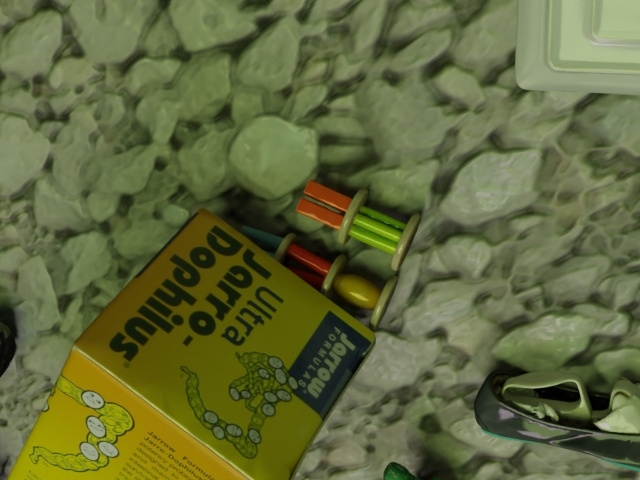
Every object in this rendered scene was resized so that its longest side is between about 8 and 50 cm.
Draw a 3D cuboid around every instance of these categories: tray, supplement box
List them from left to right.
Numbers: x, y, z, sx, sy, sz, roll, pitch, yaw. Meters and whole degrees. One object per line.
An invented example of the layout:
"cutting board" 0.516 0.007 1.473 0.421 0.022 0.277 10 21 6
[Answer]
"supplement box" -0.138 0.178 0.892 0.195 0.194 0.356 37 134 0
"tray" 0.267 -0.160 0.663 0.270 0.030 0.145 6 121 19

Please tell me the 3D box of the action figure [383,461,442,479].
"action figure" 0.105 0.306 0.951 0.063 0.137 0.232 27 141 55

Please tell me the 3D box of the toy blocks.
"toy blocks" 0.000 0.000 0.850 0.148 0.054 0.123 23 125 10

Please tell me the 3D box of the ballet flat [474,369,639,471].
"ballet flat" 0.230 0.148 0.831 0.203 0.074 0.074 8 121 21

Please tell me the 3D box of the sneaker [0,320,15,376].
"sneaker" -0.430 0.165 1.096 0.106 0.101 0.267 38 125 1
